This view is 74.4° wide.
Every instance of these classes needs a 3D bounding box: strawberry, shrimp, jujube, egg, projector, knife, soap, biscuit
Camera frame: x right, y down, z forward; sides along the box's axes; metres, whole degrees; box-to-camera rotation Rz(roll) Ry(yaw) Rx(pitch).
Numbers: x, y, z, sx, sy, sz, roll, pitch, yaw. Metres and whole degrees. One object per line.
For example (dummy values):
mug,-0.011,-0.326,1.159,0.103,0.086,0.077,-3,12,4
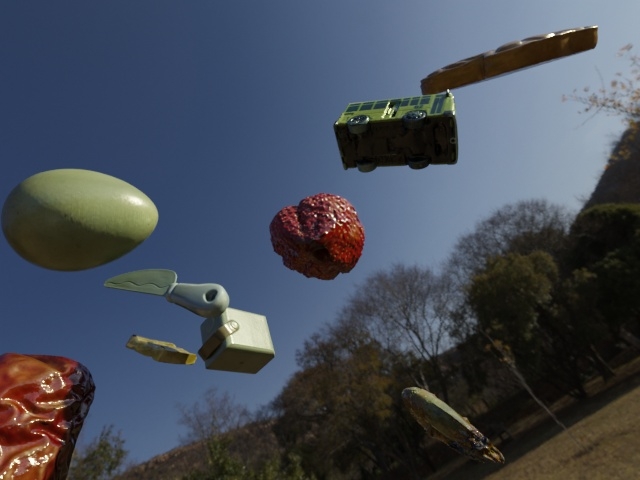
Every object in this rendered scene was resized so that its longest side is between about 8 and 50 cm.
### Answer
strawberry,0.000,0.000,1.126,0.250,0.239,0.288,-28,12,0
shrimp,0.282,0.417,0.931,0.061,0.267,0.145,-33,-66,-29
jujube,-0.367,0.272,0.433,0.216,0.342,0.216,4,-52,5
egg,-0.506,-0.044,0.905,0.295,0.218,0.218,-5,-37,-18
projector,-0.297,0.344,1.455,0.242,0.177,0.163,20,-58,-40
knife,-0.335,0.098,0.908,0.080,0.331,0.044,-63,-31,-32
soap,-0.402,0.288,1.095,0.252,0.092,0.037,83,-150,-71
biscuit,0.393,-0.378,0.886,0.351,0.057,0.312,-20,13,-18

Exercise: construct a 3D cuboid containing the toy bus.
toy bus,0.118,-0.164,0.633,0.101,0.175,0.088,-64,-33,-44
